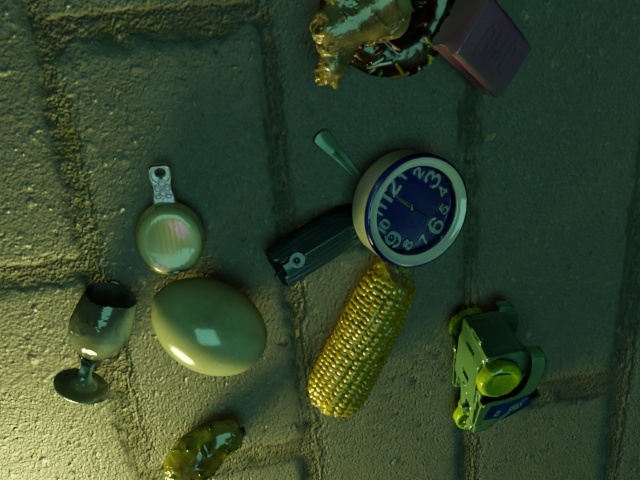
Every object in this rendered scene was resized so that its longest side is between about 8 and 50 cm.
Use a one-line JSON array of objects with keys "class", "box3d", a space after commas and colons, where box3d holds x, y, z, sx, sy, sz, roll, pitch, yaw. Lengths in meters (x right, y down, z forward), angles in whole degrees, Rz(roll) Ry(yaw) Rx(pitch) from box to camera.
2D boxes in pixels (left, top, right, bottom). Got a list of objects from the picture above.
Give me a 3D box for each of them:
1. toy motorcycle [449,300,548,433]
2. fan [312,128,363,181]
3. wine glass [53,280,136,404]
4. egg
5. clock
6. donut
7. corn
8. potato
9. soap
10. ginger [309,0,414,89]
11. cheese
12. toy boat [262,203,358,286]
[{"class": "toy motorcycle", "box3d": [0.405, 0.309, 1.503, 0.200, 0.191, 0.326, -11, 130, -7]}, {"class": "fan", "box3d": [0.059, -0.148, 1.330, 0.038, 0.016, 0.193, -43, 112, 9]}, {"class": "wine glass", "box3d": [-0.460, 0.208, 1.354, 0.127, 0.126, 0.241, 18, 109, -15]}, {"class": "egg", "box3d": [-0.223, 0.173, 1.335, 0.253, 0.186, 0.186, 33, 105, -23]}, {"class": "clock", "box3d": [0.179, -0.065, 1.319, 0.231, 0.083, 0.230, -7, 111, -20]}, {"class": "donut", "box3d": [0.129, -0.418, 1.177, 0.270, 0.103, 0.269, -2, 113, -5]}, {"class": "corn", "box3d": [0.089, 0.222, 1.428, 0.144, 0.144, 0.387, 20, 111, -16]}, {"class": "potato", "box3d": [-0.271, 0.488, 1.519, 0.225, 0.090, 0.117, -41, 113, 11]}, {"class": "soap", "box3d": [0.293, -0.353, 1.191, 0.203, 0.065, 0.122, 19, 106, -51]}, {"class": "ginger", "box3d": [0.051, -0.361, 1.099, 0.213, 0.074, 0.137, -37, 111, 15]}, {"class": "cheese", "box3d": [-0.301, -0.043, 1.299, 0.137, 0.064, 0.227, -8, 115, -8]}, {"class": "toy boat", "box3d": [0.000, 0.000, 1.355, 0.246, 0.103, 0.092, -32, 101, -8]}]
